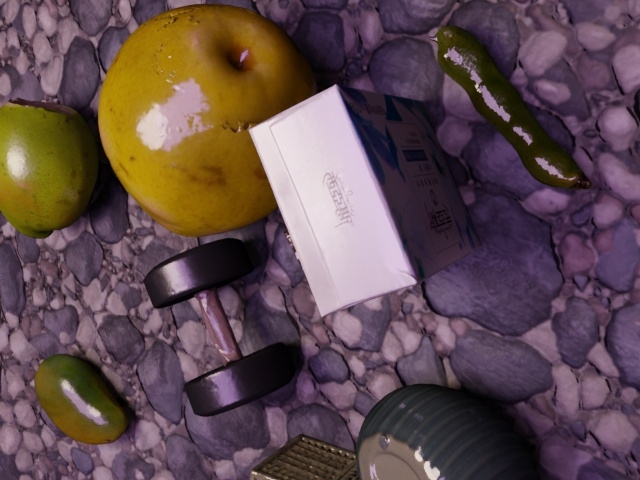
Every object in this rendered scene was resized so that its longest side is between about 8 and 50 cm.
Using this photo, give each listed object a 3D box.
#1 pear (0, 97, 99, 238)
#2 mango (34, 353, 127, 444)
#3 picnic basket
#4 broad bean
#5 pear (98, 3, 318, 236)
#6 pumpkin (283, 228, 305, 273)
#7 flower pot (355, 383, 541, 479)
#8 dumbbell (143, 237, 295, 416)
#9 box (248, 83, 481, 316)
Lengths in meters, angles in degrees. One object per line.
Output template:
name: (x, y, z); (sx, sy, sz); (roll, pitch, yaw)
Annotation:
pear: (-0.435, -0.106, 1.094); (0.187, 0.187, 0.220); (15, 106, 25)
mango: (-0.414, 0.277, 1.191); (0.191, 0.085, 0.122); (47, 112, 15)
picnic basket: (-0.004, 0.398, 0.965); (0.154, 0.134, 0.196); (11, 102, 30)
broad bean: (0.216, -0.150, 0.812); (0.052, 0.053, 0.256); (-35, 79, -11)
pear: (-0.144, -0.147, 0.906); (0.284, 0.336, 0.285); (1, 87, -16)
pumpkin: (0.000, 0.000, 0.949); (0.083, 0.054, 0.074); (-30, 88, 23)
flower pot: (0.147, 0.278, 0.837); (0.243, 0.157, 0.189); (31, 115, 48)
dumbbell: (-0.142, 0.120, 0.987); (0.152, 0.152, 0.218); (-24, 85, 29)
box: (0.064, -0.051, 0.779); (0.116, 0.274, 0.203); (-22, 87, 26)
